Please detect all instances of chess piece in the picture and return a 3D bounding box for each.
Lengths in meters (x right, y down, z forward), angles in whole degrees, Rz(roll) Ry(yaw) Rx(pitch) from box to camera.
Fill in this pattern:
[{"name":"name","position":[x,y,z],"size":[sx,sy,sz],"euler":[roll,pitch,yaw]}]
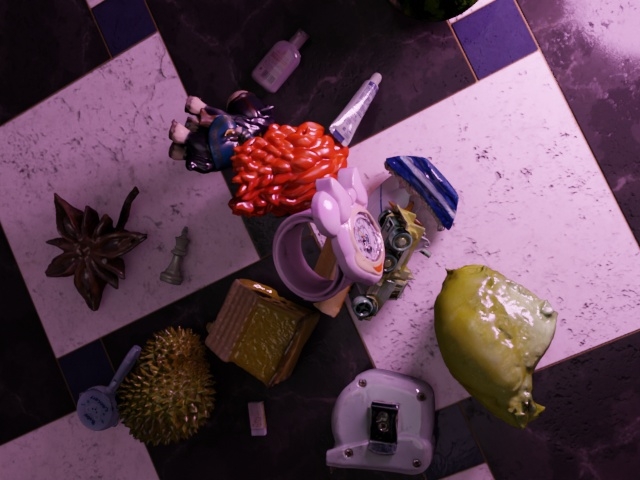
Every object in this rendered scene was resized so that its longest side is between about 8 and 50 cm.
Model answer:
[{"name":"chess piece","position":[-0.360,0.036,1.735],"size":[0.059,0.059,0.149],"euler":[16,88,14]}]

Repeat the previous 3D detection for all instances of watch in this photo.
[{"name":"watch","position":[0.000,0.000,1.430],"size":[0.218,0.211,0.248],"euler":[-18,96,32]}]

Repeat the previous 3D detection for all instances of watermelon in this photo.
[{"name":"watermelon","position":[0.248,-0.601,1.460],"size":[0.269,0.269,0.268],"euler":[0,91,15]}]

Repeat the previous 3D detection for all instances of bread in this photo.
[{"name":"bread","position":[0.034,0.068,1.585],"size":[0.068,0.125,0.188],"euler":[17,101,-18]}]

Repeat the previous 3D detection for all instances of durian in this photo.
[{"name":"durian","position":[0.373,0.210,1.480],"size":[0.340,0.204,0.255],"euler":[39,86,20]},{"name":"durian","position":[-0.356,0.355,1.632],"size":[0.225,0.291,0.291],"euler":[25,98,-4]}]

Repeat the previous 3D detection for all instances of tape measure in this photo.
[{"name":"tape measure","position":[0.138,0.423,1.571],"size":[0.243,0.125,0.246],"euler":[0,92,14]}]

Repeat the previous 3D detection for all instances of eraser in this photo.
[{"name":"eraser","position":[-0.157,0.442,1.702],"size":[0.038,0.019,0.083],"euler":[-7,89,14]}]

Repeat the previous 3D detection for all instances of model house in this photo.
[{"name":"model house","position":[-0.151,0.209,1.617],"size":[0.234,0.175,0.193],"euler":[26,98,10]}]

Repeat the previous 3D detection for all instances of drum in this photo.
[{"name":"drum","position":[-0.530,0.397,1.785],"size":[0.253,0.049,0.130],"euler":[-41,81,12]}]

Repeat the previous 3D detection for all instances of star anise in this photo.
[{"name":"star anise","position":[-0.577,0.011,1.763],"size":[0.293,0.109,0.349],"euler":[11,104,7]}]

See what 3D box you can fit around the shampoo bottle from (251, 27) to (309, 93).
[{"name":"shampoo bottle","position":[-0.092,-0.439,1.658],"size":[0.080,0.040,0.165],"euler":[44,100,11]}]

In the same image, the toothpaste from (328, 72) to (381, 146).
[{"name":"toothpaste","position":[0.085,-0.307,1.563],"size":[0.062,0.037,0.216],"euler":[42,61,-21]}]

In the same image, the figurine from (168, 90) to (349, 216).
[{"name":"figurine","position":[-0.148,-0.203,1.572],"size":[0.412,0.306,0.241],"euler":[37,129,24]}]

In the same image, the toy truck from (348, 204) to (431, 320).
[{"name":"toy truck","position":[0.159,0.065,1.549],"size":[0.135,0.128,0.259],"euler":[22,112,-21]}]

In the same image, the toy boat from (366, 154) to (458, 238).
[{"name":"toy boat","position":[0.171,-0.061,1.600],"size":[0.291,0.067,0.220],"euler":[-42,85,25]}]
